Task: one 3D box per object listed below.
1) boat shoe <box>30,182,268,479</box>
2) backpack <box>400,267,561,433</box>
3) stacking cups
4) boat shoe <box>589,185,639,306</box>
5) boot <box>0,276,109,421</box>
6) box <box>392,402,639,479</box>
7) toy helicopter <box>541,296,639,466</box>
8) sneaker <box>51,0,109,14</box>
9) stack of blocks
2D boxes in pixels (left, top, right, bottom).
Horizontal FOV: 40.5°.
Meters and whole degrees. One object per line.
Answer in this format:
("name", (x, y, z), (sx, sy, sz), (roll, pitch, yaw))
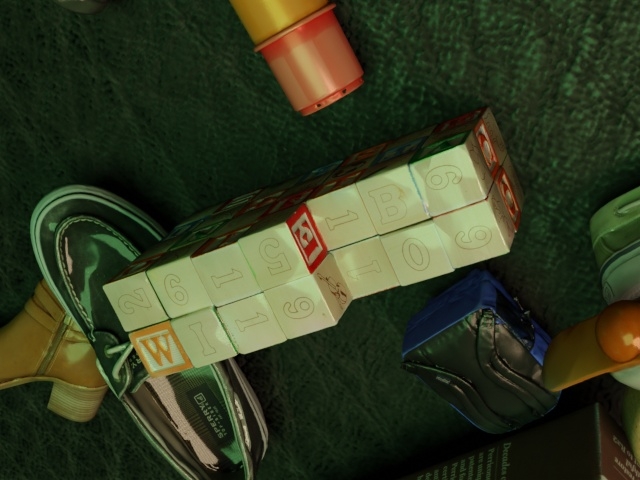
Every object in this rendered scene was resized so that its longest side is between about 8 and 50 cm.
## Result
("boat shoe", (-0.144, 0.094, 0.792), (0.121, 0.119, 0.335), (-34, 106, 1))
("backpack", (0.144, 0.090, 0.719), (0.120, 0.101, 0.098), (45, 125, -13))
("stacking cups", (-0.060, -0.249, 0.659), (0.096, 0.096, 0.316), (-26, 104, 26))
("boat shoe", (0.328, -0.044, 0.602), (0.302, 0.094, 0.109), (-28, 143, 20))
("boot", (-0.293, 0.085, 0.884), (0.197, 0.073, 0.152), (21, 114, -2))
("box", (0.126, 0.303, 0.751), (0.381, 0.143, 0.191), (-30, 113, 34))
("toy helicopter", (0.284, 0.036, 0.542), (0.235, 0.140, 0.355), (6, 128, 1))
("sneaker", (-0.211, -0.305, 0.687), (0.132, 0.086, 0.228), (-29, 99, 24))
("stack of blocks", (0.000, 0.000, 0.691), (0.297, 0.171, 0.087), (-19, 105, 24))
